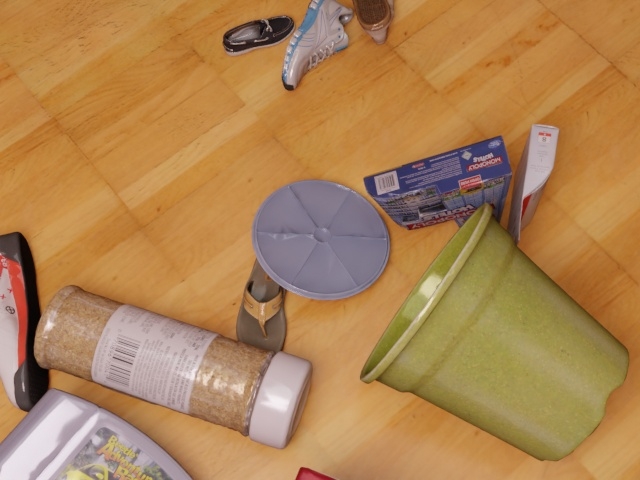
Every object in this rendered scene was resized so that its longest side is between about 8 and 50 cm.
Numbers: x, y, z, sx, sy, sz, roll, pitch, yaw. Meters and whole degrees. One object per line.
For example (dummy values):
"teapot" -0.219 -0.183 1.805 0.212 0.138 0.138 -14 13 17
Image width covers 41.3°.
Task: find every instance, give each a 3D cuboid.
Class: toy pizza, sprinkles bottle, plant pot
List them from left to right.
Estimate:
"sprinkles bottle" -0.193 0.164 1.125 0.355 0.121 0.121 17 68 8
"toy pizza" 0.000 0.000 1.227 0.201 0.032 0.201 5 59 -8
"plant pot" 0.232 0.136 1.075 0.254 0.276 0.276 35 71 2

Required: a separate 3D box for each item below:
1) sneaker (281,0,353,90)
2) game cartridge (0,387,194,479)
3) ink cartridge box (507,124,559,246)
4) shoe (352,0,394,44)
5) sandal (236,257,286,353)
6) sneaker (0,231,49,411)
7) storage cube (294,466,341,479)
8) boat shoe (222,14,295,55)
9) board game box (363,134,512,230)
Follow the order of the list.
"sneaker" -0.001 -0.314 1.357 0.083 0.071 0.190 22 69 4
"game cartridge" -0.266 0.328 1.043 0.294 0.060 0.196 41 68 -5
"ink cartridge box" 0.296 -0.051 1.195 0.045 0.145 0.179 7 67 6
"shoe" 0.081 -0.422 1.412 0.077 0.058 0.219 -14 62 17
"sandal" -0.078 0.081 1.197 0.072 0.049 0.180 8 67 4
"sneaker" -0.464 0.123 1.168 0.145 0.090 0.270 -14 64 -4
"storage cube" 0.028 0.399 0.975 0.184 0.215 0.193 18 62 9
"boat shoe" -0.101 -0.341 1.385 0.125 0.038 0.046 -19 68 -7
"board game box" 0.182 -0.060 1.197 0.194 0.194 0.060 -16 69 16
